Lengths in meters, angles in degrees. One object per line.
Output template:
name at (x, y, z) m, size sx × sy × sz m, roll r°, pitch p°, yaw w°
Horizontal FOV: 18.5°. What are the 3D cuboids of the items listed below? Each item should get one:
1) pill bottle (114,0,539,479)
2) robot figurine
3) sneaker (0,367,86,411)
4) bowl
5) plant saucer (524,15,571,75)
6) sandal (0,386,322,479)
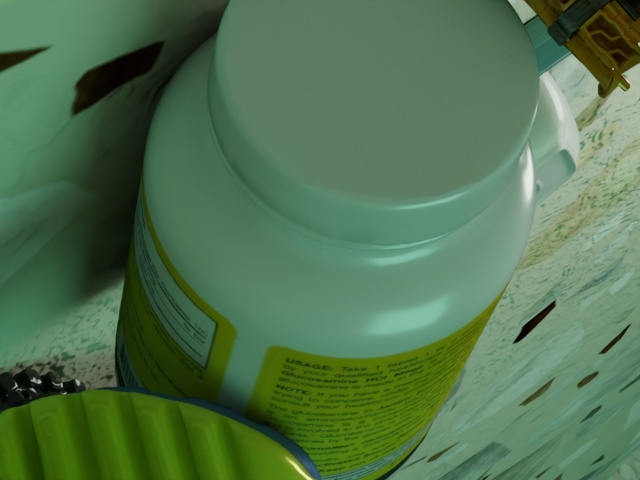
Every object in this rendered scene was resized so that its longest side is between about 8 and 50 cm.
pill bottle at (0.000, 0.000, 0.978) m, size 0.188 × 0.188 × 0.334 m, roll -33°, pitch 163°, yaw -24°
robot figurine at (0.144, -0.132, 0.936) m, size 0.085 × 0.211 × 0.291 m, roll -43°, pitch 171°, yaw 15°
sneaker at (-0.127, 0.166, 1.226) m, size 0.146 × 0.134 × 0.343 m, roll -36°, pitch 146°, yaw 29°
bowl at (0.126, -0.047, 1.379) m, size 0.142 × 0.053 × 0.142 m, roll -40°, pitch 165°, yaw 3°
plant saucer at (0.120, -0.109, 1.261) m, size 0.192 × 0.018 × 0.067 m, roll -36°, pitch 164°, yaw -17°
sandal at (-0.151, 0.130, 0.974) m, size 0.317 × 0.126 × 0.138 m, roll 1°, pitch -179°, yaw 5°
